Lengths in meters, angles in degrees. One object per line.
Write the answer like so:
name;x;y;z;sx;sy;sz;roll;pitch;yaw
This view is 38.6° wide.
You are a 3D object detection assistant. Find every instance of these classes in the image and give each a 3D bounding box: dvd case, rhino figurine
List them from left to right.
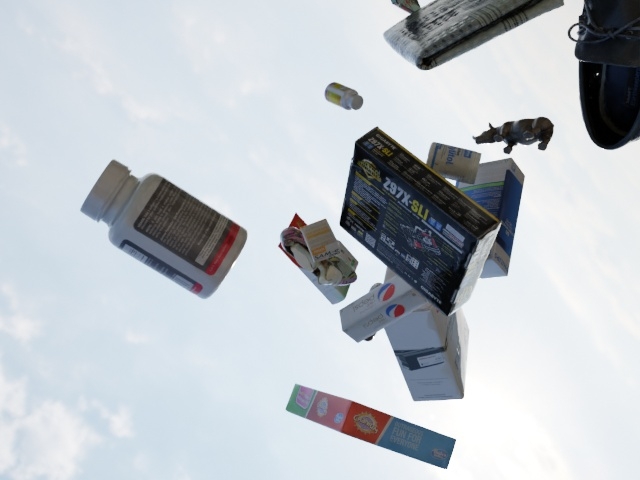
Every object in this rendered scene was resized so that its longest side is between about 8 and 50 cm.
dvd case;0.166;-0.504;1.868;0.119;0.013;0.087;7;-122;-53
rhino figurine;0.507;-0.280;2.420;0.106;0.243;0.073;-46;-57;-37

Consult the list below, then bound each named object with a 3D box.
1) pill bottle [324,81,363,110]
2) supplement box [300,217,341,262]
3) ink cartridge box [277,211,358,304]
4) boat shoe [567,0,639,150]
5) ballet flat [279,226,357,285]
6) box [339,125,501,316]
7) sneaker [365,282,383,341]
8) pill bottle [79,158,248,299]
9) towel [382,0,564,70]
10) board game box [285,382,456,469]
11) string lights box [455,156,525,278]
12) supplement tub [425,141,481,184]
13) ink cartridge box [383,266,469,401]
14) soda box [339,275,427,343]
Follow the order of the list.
pill bottle;0.047;-0.281;1.792;0.043;0.043;0.083;23;-173;-44
supplement box;0.000;0.000;1.940;0.098;0.062;0.036;-114;4;-56
ink cartridge box;0.000;0.038;2.440;0.224;0.056;0.181;50;-148;-17
boat shoe;0.569;-0.388;1.709;0.156;0.187;0.500;-39;-45;-34
ballet flat;-0.008;0.054;2.114;0.221;0.077;0.079;38;-148;-21
box;0.185;-0.034;1.816;0.079;0.257;0.322;-34;-118;-32
sneaker;0.147;0.217;2.691;0.066;0.188;0.071;13;-163;6
pill bottle;-0.324;-0.029;1.882;0.319;0.176;0.176;33;-150;-11
towel;0.286;-0.418;1.671;0.056;0.324;0.312;59;-176;-22
board game box;0.094;0.375;1.862;0.242;0.316;0.064;23;-101;-19
string lights box;0.348;-0.045;1.963;0.077;0.133;0.259;43;-128;-39
supplement tub;0.274;-0.160;1.891;0.107;0.071;0.071;13;-152;7
ink cartridge box;0.314;0.241;2.697;0.285;0.166;0.394;-75;-30;-47
soda box;0.152;0.162;2.245;0.069;0.216;0.073;41;-153;-34
